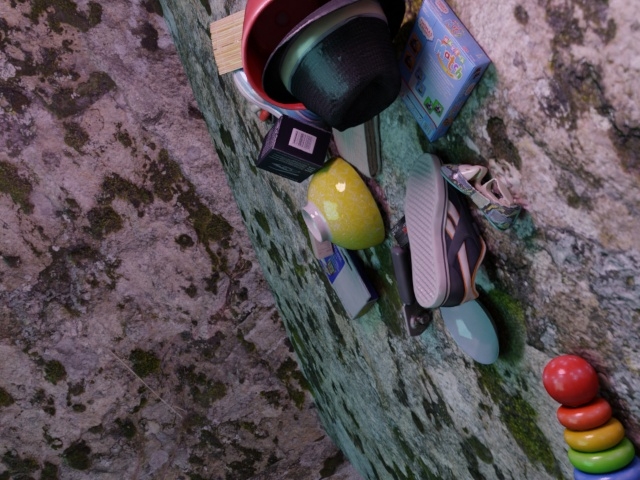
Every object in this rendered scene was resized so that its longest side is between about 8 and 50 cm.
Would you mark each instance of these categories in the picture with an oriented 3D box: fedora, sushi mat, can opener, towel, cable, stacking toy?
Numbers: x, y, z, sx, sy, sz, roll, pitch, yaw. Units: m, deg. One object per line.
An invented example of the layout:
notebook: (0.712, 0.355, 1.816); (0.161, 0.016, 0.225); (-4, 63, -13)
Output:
fedora: (0.050, -0.308, 0.947); (0.152, 0.334, 0.334); (64, 162, 7)
sushi mat: (-0.173, -0.569, 1.366); (0.317, 0.019, 0.151); (-6, 97, 31)
can opener: (0.235, 0.131, 1.343); (0.095, 0.076, 0.283); (29, 139, 60)
towel: (0.081, -0.313, 1.269); (0.187, 0.049, 0.282); (48, 156, 47)
cable: (-0.186, -0.493, 1.755); (0.139, 0.072, 0.287); (62, 162, -4)
stacking toy: (0.488, 0.359, 0.867); (0.141, 0.141, 0.330); (138, 114, -71)

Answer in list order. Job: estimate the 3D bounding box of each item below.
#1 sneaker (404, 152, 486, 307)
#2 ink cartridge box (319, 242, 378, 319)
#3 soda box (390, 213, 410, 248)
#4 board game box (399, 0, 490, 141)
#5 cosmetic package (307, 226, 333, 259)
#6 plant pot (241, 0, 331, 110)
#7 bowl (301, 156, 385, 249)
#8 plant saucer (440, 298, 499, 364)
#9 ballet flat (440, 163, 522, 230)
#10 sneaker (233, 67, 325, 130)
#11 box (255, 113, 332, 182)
sneaker: (0.259, -0.020, 1.039); (0.126, 0.128, 0.320); (158, 113, -66)
ink cartridge box: (0.092, 0.099, 1.724); (0.303, 0.072, 0.307); (63, 159, 17)
soda box: (0.227, -0.039, 1.187); (0.060, 0.053, 0.169); (61, 162, 12)
board game box: (0.211, -0.309, 0.919); (0.160, 0.039, 0.211); (61, 163, 17)
cosmetic package: (0.000, 0.000, 1.675); (0.041, 0.060, 0.115); (-143, 38, -61)
plant pot: (-0.063, -0.475, 1.140); (0.243, 0.275, 0.274); (-111, 11, -46)
bowl: (0.040, -0.079, 1.437); (0.289, 0.156, 0.289); (55, 166, 20)
plant saucer: (0.352, 0.189, 1.147); (0.195, 0.038, 0.194); (54, 159, 32)
ballet flat: (0.299, -0.100, 0.919); (0.188, 0.070, 0.070); (53, 158, 31)
sneaker: (-0.098, -0.443, 1.401); (0.319, 0.127, 0.208); (35, 155, -2)
box: (-0.081, -0.257, 1.425); (0.207, 0.153, 0.108); (-15, 59, 68)
